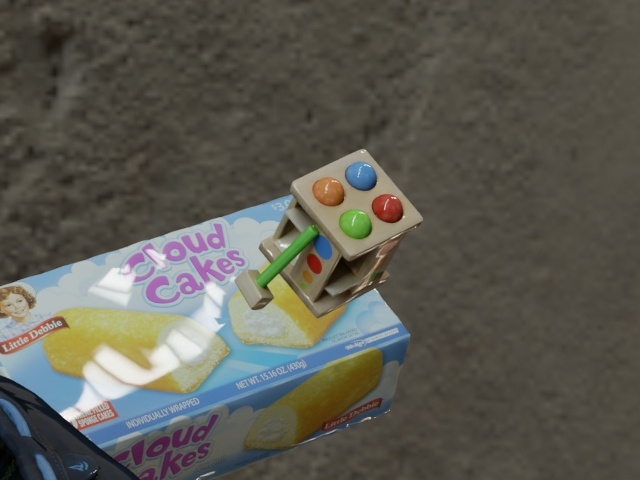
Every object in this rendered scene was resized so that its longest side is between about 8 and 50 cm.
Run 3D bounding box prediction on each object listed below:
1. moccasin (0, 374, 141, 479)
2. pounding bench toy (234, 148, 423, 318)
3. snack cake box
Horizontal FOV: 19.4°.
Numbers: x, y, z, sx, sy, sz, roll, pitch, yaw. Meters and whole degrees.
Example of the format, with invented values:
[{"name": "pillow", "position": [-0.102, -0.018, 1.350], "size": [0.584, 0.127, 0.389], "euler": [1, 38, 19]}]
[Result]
[{"name": "moccasin", "position": [-0.180, 0.102, 0.896], "size": [0.117, 0.342, 0.138], "euler": [43, 68, -38]}, {"name": "pounding bench toy", "position": [0.000, 0.000, 0.959], "size": [0.083, 0.052, 0.065], "euler": [-27, 158, -35]}, {"name": "snack cake box", "position": [-0.093, 0.078, 1.254], "size": [0.264, 0.152, 0.089], "euler": [-18, 143, -27]}]
